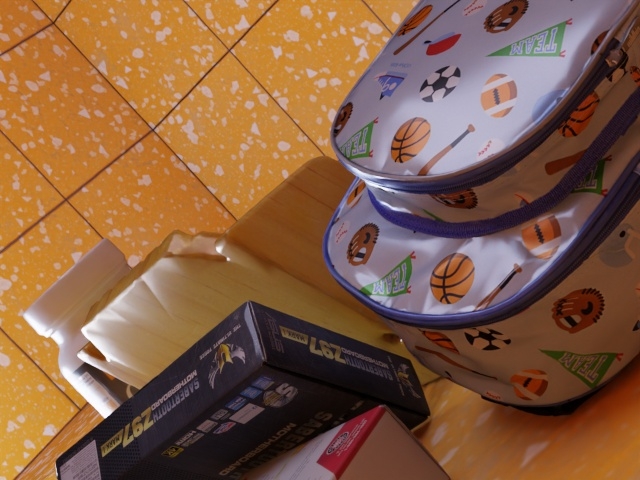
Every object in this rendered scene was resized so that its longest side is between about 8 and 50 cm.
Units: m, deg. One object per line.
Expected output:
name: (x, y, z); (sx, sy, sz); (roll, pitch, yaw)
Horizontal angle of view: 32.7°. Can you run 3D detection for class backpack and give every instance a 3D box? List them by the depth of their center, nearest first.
backpack: (0.132, -0.037, 0.686); (0.276, 0.213, 0.263); (12, 69, 59)

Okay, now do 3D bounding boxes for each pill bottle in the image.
pill bottle: (-0.200, 0.141, 1.267); (0.162, 0.278, 0.162); (-43, 7, 6)

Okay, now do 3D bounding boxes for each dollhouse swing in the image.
dollhouse swing: (0.000, 0.000, 1.051); (0.347, 0.315, 0.305); (-35, 30, 54)

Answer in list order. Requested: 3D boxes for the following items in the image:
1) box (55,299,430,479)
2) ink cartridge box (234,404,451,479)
box: (-0.060, 0.152, 0.838); (0.232, 0.183, 0.059); (-39, 50, 26)
ink cartridge box: (-0.016, 0.196, 0.715); (0.175, 0.072, 0.127); (-36, 9, 47)
